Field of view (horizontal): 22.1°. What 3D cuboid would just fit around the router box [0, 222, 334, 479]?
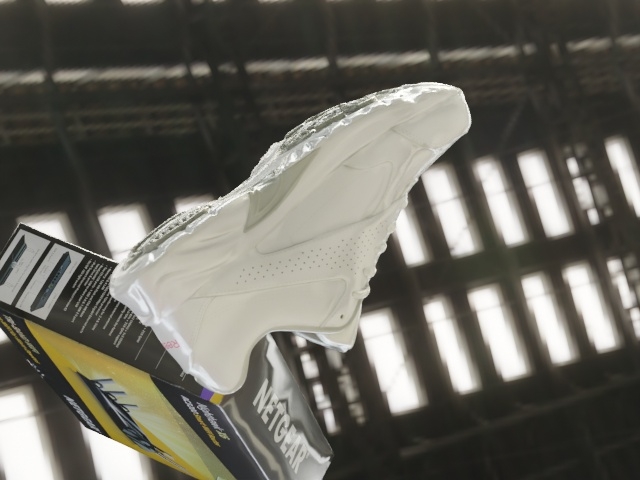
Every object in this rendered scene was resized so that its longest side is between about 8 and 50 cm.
[{"bbox_3d":[-0.136,0.124,1.439,0.081,0.243,0.309,-61,-23,-20],"label":"router box"}]

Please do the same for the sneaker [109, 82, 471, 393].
[{"bbox_3d":[0.000,0.000,0.915,0.232,0.090,0.115,-36,-78,-16],"label":"sneaker"}]
